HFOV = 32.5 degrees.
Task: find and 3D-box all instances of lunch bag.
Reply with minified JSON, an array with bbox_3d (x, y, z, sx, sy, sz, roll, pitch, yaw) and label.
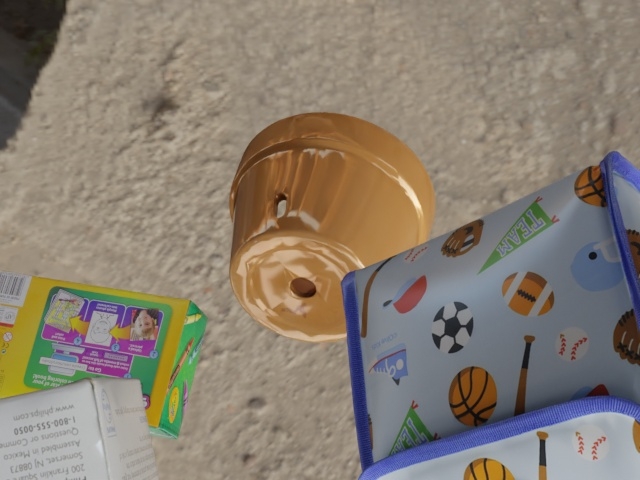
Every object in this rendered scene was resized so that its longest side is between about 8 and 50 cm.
[{"bbox_3d":[0.204,0.165,0.997,0.328,0.239,0.385,-26,57,36],"label":"lunch bag"}]

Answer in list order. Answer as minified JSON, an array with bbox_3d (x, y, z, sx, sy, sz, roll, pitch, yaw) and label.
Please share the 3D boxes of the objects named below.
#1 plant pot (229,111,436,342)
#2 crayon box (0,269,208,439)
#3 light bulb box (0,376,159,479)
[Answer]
[{"bbox_3d":[0.000,0.000,1.494,0.291,0.203,0.290,8,131,9],"label":"plant pot"},{"bbox_3d":[-0.300,0.143,1.389,0.279,0.081,0.165,8,71,12],"label":"crayon box"},{"bbox_3d":[-0.294,0.319,0.867,0.358,0.225,0.360,-12,83,0],"label":"light bulb box"}]
